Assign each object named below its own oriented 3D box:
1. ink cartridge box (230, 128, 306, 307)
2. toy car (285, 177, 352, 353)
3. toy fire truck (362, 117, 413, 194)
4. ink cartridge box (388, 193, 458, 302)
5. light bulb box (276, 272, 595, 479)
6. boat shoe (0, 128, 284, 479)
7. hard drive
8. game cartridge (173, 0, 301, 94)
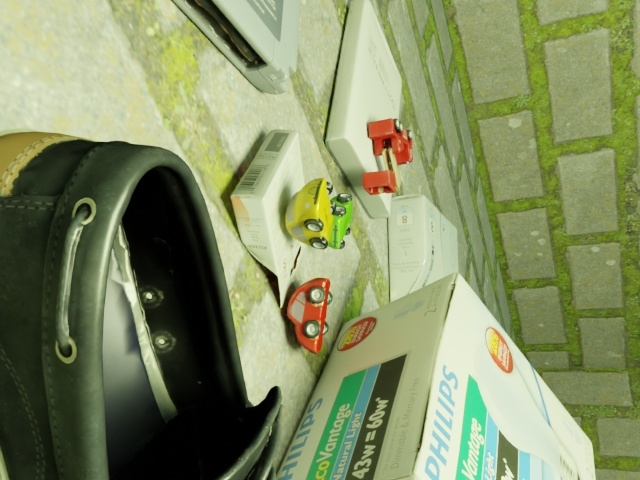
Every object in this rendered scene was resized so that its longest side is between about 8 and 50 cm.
[{"bbox_3d":[-0.056,-0.028,0.713,0.145,0.045,0.179,-69,163,-46],"label":"ink cartridge box"},{"bbox_3d":[0.000,0.000,0.755,0.225,0.053,0.238,-63,157,-59],"label":"toy car"},{"bbox_3d":[0.123,-0.141,0.990,0.192,0.047,0.135,7,79,-66],"label":"toy fire truck"},{"bbox_3d":[0.241,0.122,1.251,0.308,0.091,0.384,27,59,-62],"label":"ink cartridge box"},{"bbox_3d":[0.171,0.303,0.742,0.361,0.225,0.358,50,34,-13],"label":"light bulb box"},{"bbox_3d":[-0.107,0.165,0.393,0.187,0.156,0.499,-43,124,-63],"label":"boat shoe"},{"bbox_3d":[0.093,-0.249,1.064,0.233,0.047,0.352,52,38,-49],"label":"hard drive"},{"bbox_3d":[-0.109,-0.325,0.629,0.297,0.062,0.198,38,47,-58],"label":"game cartridge"}]
